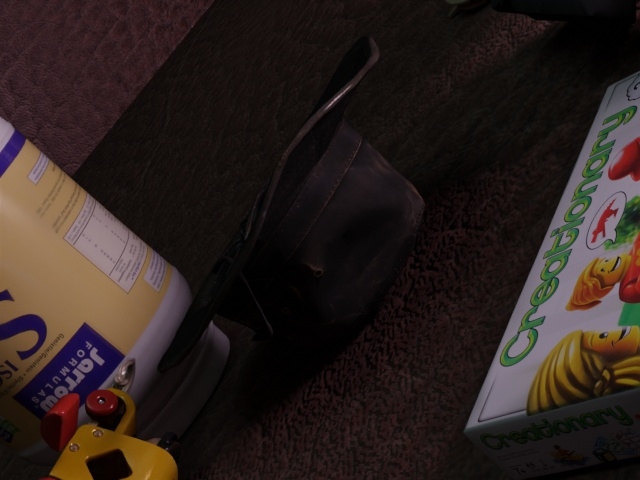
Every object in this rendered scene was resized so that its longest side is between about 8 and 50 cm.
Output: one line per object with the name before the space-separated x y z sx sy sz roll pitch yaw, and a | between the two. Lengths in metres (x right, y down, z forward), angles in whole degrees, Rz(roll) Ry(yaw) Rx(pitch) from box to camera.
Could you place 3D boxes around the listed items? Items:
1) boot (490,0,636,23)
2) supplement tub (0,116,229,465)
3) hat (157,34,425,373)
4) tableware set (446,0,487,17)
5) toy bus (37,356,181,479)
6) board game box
boot | 0.226 -0.386 0.953 0.367 0.146 0.445 -56 -22 -77
supplement tub | -0.276 0.066 1.211 0.241 0.331 0.241 -42 18 17
hat | 0.000 0.000 1.047 0.331 0.134 0.331 -57 3 5
tableware set | 0.211 -0.338 1.441 0.194 0.039 0.128 -57 31 -12
toy bus | -0.162 0.205 1.021 0.191 0.104 0.202 30 -104 -79
board game box | 0.211 -0.012 0.716 0.193 0.053 0.305 -26 27 49
